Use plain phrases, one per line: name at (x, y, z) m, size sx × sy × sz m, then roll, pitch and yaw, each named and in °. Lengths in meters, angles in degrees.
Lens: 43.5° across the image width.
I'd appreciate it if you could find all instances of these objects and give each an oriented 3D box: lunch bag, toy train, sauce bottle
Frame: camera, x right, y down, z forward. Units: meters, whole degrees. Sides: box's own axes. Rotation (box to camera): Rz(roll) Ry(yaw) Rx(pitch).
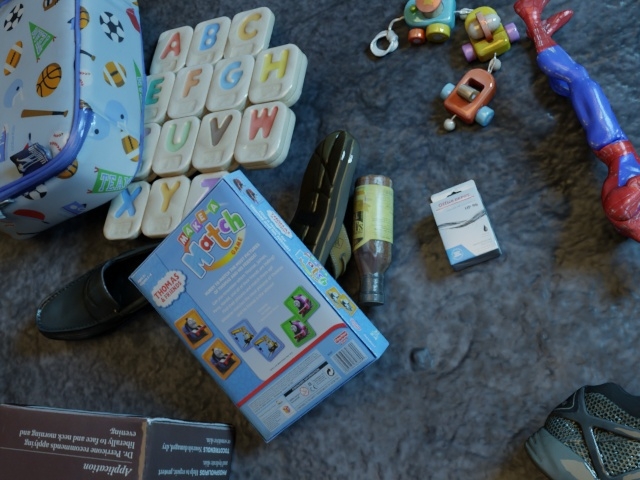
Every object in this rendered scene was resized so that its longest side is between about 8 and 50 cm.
lunch bag at (-0.319, -0.154, 0.915) m, size 0.243 × 0.115 × 0.303 m, roll -18°, pitch 61°, yaw 28°
toy train at (0.128, -0.197, 0.818) m, size 0.125 × 0.046 × 0.166 m, roll -48°, pitch 65°, yaw 2°
sauce bottle at (0.052, 0.000, 0.794) m, size 0.042 × 0.042 × 0.128 m, roll -4°, pitch 72°, yaw 20°

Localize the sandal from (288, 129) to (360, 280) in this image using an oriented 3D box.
sandal at (0.000, 0.000, 0.801) m, size 0.090 × 0.060 × 0.219 m, roll 20°, pitch 91°, yaw 60°

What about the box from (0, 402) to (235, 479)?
box at (-0.199, 0.263, 0.747) m, size 0.168 × 0.167 × 0.203 m, roll 1°, pitch 76°, yaw 20°

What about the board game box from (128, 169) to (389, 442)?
board game box at (-0.063, 0.065, 0.754) m, size 0.211 × 0.039 × 0.160 m, roll 49°, pitch 119°, yaw 2°

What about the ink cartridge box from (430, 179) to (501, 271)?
ink cartridge box at (0.137, -0.019, 0.774) m, size 0.048 × 0.028 × 0.083 m, roll -22°, pitch 68°, yaw 14°

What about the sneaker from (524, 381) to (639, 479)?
sneaker at (0.286, 0.193, 0.627) m, size 0.227 × 0.087 × 0.130 m, roll 41°, pitch 99°, yaw 30°

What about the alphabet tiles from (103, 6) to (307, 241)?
alphabet tiles at (-0.147, -0.131, 0.879) m, size 0.284 × 0.021 × 0.278 m, roll -3°, pitch 64°, yaw 32°

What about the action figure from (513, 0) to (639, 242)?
action figure at (0.285, -0.114, 0.709) m, size 0.139 × 0.091 × 0.280 m, roll -23°, pitch 68°, yaw 23°

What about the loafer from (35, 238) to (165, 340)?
loafer at (-0.218, 0.049, 0.863) m, size 0.223 × 0.078 × 0.076 m, roll -21°, pitch 67°, yaw 14°
